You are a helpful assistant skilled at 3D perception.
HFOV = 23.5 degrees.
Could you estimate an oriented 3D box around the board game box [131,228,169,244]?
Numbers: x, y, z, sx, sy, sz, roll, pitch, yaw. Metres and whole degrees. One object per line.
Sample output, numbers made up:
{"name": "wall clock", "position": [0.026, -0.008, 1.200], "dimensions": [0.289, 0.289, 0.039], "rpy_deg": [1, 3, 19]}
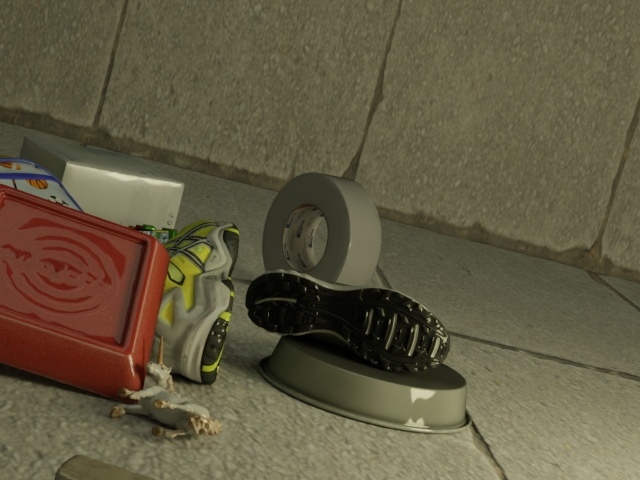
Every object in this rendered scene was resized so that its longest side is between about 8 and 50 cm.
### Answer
{"name": "board game box", "position": [-0.359, 0.009, 2.267], "dimensions": [0.194, 0.060, 0.194], "rpy_deg": [0, 1, -44]}

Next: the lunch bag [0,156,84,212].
{"name": "lunch bag", "position": [-0.420, -0.012, 1.938], "dimensions": [0.243, 0.115, 0.303], "rpy_deg": [50, 24, 24]}

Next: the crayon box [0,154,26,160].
{"name": "crayon box", "position": [-0.665, -0.106, 2.445], "dimensions": [0.362, 0.106, 0.313], "rpy_deg": [14, 7, -9]}

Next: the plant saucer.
{"name": "plant saucer", "position": [-0.304, 0.044, 1.765], "dimensions": [0.258, 0.048, 0.259], "rpy_deg": [19, 40, -12]}

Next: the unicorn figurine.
{"name": "unicorn figurine", "position": [-0.171, 0.175, 1.666], "dimensions": [0.162, 0.060, 0.111], "rpy_deg": [39, 19, 29]}

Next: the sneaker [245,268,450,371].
{"name": "sneaker", "position": [0.042, 0.098, 2.010], "dimensions": [0.271, 0.100, 0.108], "rpy_deg": [17, 3, 13]}

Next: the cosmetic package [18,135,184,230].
{"name": "cosmetic package", "position": [-0.390, -0.079, 2.651], "dimensions": [0.224, 0.138, 0.224], "rpy_deg": [8, 10, -31]}

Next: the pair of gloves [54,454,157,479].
{"name": "pair of gloves", "position": [-0.132, 0.251, 1.256], "dimensions": [0.204, 0.042, 0.240], "rpy_deg": [18, 10, -3]}

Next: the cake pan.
{"name": "cake pan", "position": [0.064, 0.179, 2.031], "dimensions": [0.293, 0.054, 0.293], "rpy_deg": [14, 8, -2]}

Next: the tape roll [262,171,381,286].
{"name": "tape roll", "position": [0.000, 0.000, 2.526], "dimensions": [0.072, 0.219, 0.219], "rpy_deg": [8, 11, -42]}

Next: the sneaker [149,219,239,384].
{"name": "sneaker", "position": [-0.190, 0.054, 1.990], "dimensions": [0.147, 0.145, 0.385], "rpy_deg": [12, 16, -7]}

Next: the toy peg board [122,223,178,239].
{"name": "toy peg board", "position": [-0.250, 0.011, 2.493], "dimensions": [0.161, 0.079, 0.160], "rpy_deg": [12, 9, -25]}
